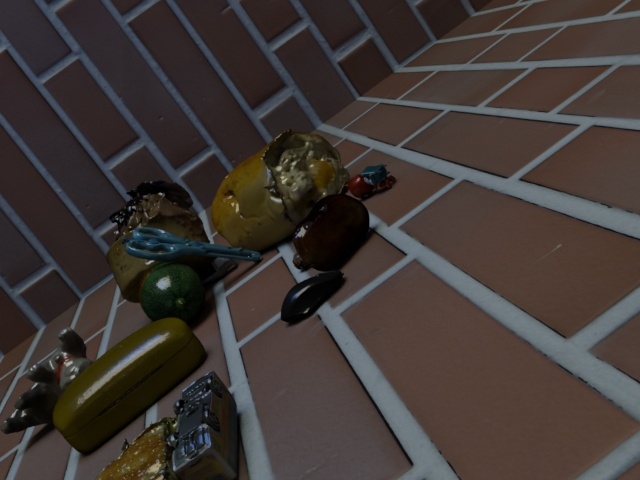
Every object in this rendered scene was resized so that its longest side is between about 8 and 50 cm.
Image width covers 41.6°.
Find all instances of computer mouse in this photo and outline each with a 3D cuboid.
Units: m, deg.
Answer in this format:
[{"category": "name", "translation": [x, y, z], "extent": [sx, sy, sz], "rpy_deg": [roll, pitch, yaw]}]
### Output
[{"category": "computer mouse", "translation": [-0.025, 0.109, 1.819], "extent": [0.172, 0.057, 0.099], "rpy_deg": [-38, 7, -15]}]

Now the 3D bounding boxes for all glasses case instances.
[{"category": "glasses case", "translation": [-0.452, 0.319, 1.962], "extent": [0.371, 0.141, 0.173], "rpy_deg": [-38, 14, -10]}]

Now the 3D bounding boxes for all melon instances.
[{"category": "melon", "translation": [-0.409, 0.148, 2.324], "extent": [0.182, 0.182, 0.288], "rpy_deg": [-39, 14, -13]}]

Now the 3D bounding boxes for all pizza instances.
[{"category": "pizza", "translation": [-0.307, 0.409, 1.502], "extent": [0.280, 0.075, 0.287], "rpy_deg": [-23, 17, 29]}]

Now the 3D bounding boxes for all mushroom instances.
[{"category": "mushroom", "translation": [0.000, 0.000, 2.023], "extent": [0.227, 0.148, 0.217], "rpy_deg": [-39, -2, -31]}]

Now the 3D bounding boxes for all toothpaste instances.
[{"category": "toothpaste", "translation": [-0.370, 0.134, 2.554], "extent": [0.266, 0.061, 0.096], "rpy_deg": [-40, 15, 9]}]

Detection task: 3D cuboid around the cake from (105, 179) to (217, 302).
[{"category": "cake", "translation": [-0.515, -0.011, 2.597], "extent": [0.333, 0.321, 0.332], "rpy_deg": [-23, -19, -8]}]

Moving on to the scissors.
[{"category": "scissors", "translation": [-0.357, 0.022, 2.370], "extent": [0.180, 0.393, 0.032], "rpy_deg": [-112, 33, -61]}]

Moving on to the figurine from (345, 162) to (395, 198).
[{"category": "figurine", "translation": [0.128, -0.157, 2.277], "extent": [0.140, 0.075, 0.068], "rpy_deg": [-20, 22, 40]}]

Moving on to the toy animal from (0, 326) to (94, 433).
[{"category": "toy animal", "translation": [-0.687, 0.418, 2.229], "extent": [0.307, 0.188, 0.266], "rpy_deg": [-53, -2, -19]}]

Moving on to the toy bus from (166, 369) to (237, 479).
[{"category": "toy bus", "translation": [-0.193, 0.322, 1.438], "extent": [0.092, 0.106, 0.268], "rpy_deg": [-34, 17, 5]}]

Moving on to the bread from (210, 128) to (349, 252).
[{"category": "bread", "translation": [-0.157, -0.148, 2.541], "extent": [0.394, 0.250, 0.361], "rpy_deg": [-24, 18, 41]}]
